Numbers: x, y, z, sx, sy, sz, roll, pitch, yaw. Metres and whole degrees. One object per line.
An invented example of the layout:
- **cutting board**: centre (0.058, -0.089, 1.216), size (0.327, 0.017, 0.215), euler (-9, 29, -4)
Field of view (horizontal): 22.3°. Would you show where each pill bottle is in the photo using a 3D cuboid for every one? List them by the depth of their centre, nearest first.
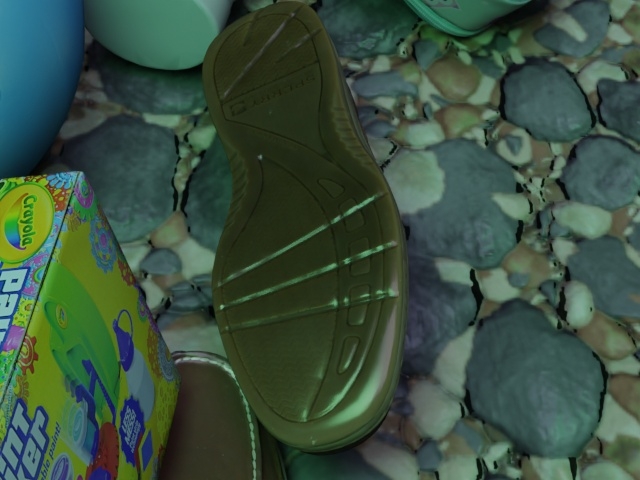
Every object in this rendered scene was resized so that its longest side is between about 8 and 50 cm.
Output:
- **pill bottle**: centre (-0.096, -0.243, 1.183), size (0.131, 0.131, 0.229), euler (13, 58, 2)

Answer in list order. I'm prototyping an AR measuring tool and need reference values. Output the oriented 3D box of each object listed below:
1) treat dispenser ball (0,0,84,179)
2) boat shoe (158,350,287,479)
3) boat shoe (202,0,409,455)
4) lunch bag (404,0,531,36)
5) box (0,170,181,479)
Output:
- **treat dispenser ball**: centre (-0.290, -0.137, 1.003), size (0.288, 0.288, 0.288), euler (3, 58, -4)
- **boat shoe**: centre (-0.074, 0.201, 0.917), size (0.123, 0.116, 0.324), euler (3, 58, -4)
- **boat shoe**: centre (0.000, 0.000, 1.046), size (0.123, 0.123, 0.342), euler (-22, 50, 10)
- **lunch bag**: centre (0.114, -0.297, 1.217), size (0.224, 0.108, 0.279), euler (43, 61, -19)
- **box**: centre (-0.250, 0.134, 0.825), size (0.279, 0.177, 0.290), euler (-5, 44, 16)
